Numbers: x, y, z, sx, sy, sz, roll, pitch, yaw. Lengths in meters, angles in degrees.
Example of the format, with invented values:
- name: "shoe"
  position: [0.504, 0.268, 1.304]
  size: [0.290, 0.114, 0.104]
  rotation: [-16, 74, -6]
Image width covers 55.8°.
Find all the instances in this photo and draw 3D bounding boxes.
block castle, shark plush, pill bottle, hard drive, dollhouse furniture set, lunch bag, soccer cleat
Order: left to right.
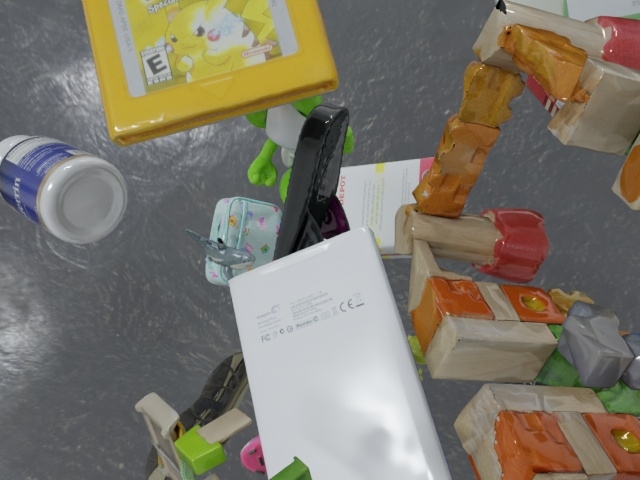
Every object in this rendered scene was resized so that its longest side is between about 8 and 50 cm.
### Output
- name: "pill bottle"
  position: [-0.478, -0.102, 1.082]
  size: [0.265, 0.153, 0.153]
  rotation: [23, 70, 37]
- name: "dollhouse furniture set"
  position: [-0.072, 0.155, 0.434]
  size: [0.059, 0.152, 0.076]
  rotation: [-26, 114, -31]
- name: "shark plush"
  position: [-0.216, 0.013, 1.325]
  size: [0.161, 0.067, 0.073]
  rotation: [39, 53, 8]
- name: "lunch bag"
  position: [-0.228, 0.015, 1.811]
  size: [0.224, 0.108, 0.278]
  rotation: [13, 81, -43]
- name: "soccer cleat"
  position: [-0.036, 0.485, 1.515]
  size: [0.332, 0.143, 0.115]
  rotation: [-19, 109, 7]
- name: "hard drive"
  position: [0.011, 0.162, 0.754]
  size: [0.210, 0.040, 0.318]
  rotation: [-22, 66, 15]
- name: "block castle"
  position: [0.243, 0.031, 0.462]
  size: [0.213, 0.302, 0.453]
  rotation: [7, 34, -18]

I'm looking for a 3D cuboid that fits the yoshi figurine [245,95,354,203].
- name: "yoshi figurine"
  position: [-0.046, -0.173, 1.156]
  size: [0.203, 0.362, 0.204]
  rotation: [-46, 57, -8]

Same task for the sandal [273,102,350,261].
- name: "sandal"
  position: [-0.001, 0.000, 0.996]
  size: [0.107, 0.445, 0.167]
  rotation: [20, 37, 13]

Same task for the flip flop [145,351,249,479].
- name: "flip flop"
  position: [-0.190, 0.317, 1.048]
  size: [0.277, 0.112, 0.080]
  rotation: [-54, 130, -31]

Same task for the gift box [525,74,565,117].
- name: "gift box"
  position: [0.584, -0.351, 1.130]
  size: [0.258, 0.276, 0.255]
  rotation: [-10, 53, -12]

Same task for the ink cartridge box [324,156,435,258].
- name: "ink cartridge box"
  position: [0.224, -0.092, 1.898]
  size: [0.385, 0.160, 0.279]
  rotation: [-2, 74, 26]

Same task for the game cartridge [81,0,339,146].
- name: "game cartridge"
  position: [-0.153, -0.304, 0.750]
  size: [0.286, 0.052, 0.323]
  rotation: [-15, 83, 1]

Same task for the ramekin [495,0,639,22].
- name: "ramekin"
  position: [0.331, -0.285, 0.622]
  size: [0.303, 0.303, 0.148]
  rotation: [45, 48, 1]

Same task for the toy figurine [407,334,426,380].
- name: "toy figurine"
  position: [0.164, 0.314, 1.805]
  size: [0.217, 0.362, 0.191]
  rotation: [35, 71, -11]

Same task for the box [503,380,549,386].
- name: "box"
  position: [0.583, 0.287, 1.467]
  size: [0.184, 0.103, 0.261]
  rotation: [34, 65, -5]
